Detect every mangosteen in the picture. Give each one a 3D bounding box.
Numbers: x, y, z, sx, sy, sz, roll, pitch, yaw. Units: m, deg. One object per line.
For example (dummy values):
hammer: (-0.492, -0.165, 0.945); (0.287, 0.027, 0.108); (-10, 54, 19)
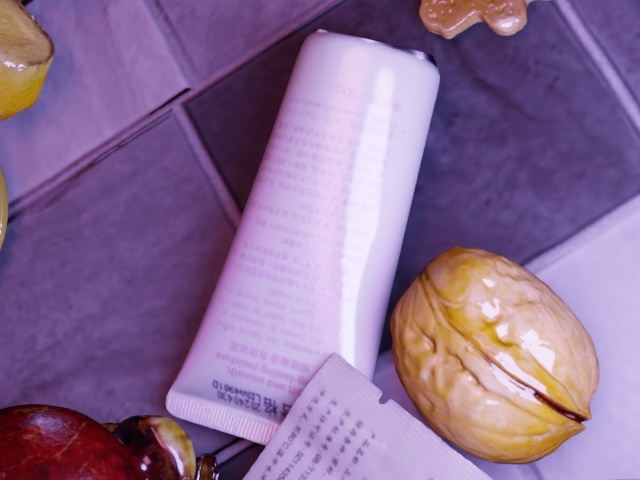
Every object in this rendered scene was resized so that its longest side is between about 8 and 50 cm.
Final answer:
mangosteen: (-0.200, 0.225, 1.345); (0.257, 0.215, 0.215); (-22, 66, -18)

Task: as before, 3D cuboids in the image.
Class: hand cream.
hand cream: (0.000, 0.000, 1.388); (0.185, 0.118, 0.359); (16, 88, 20)

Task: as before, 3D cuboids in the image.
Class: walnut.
walnut: (0.135, 0.094, 1.286); (0.180, 0.144, 0.144); (41, 91, 22)

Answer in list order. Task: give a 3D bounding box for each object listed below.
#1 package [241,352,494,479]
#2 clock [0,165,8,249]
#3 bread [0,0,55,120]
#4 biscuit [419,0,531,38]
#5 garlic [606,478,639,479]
package: (0.015, 0.245, 1.299); (0.204, 0.062, 0.251); (35, 108, 29)
clock: (-0.405, -0.025, 1.535); (0.237, 0.057, 0.237); (1, 81, -4)
bread: (-0.346, -0.217, 1.554); (0.245, 0.102, 0.094); (48, 130, 17)
biscuit: (0.161, -0.247, 1.435); (0.184, 0.027, 0.133); (-32, 66, 7)
garlic: (0.197, 0.265, 1.180); (0.281, 0.203, 0.185); (-13, 70, 18)
